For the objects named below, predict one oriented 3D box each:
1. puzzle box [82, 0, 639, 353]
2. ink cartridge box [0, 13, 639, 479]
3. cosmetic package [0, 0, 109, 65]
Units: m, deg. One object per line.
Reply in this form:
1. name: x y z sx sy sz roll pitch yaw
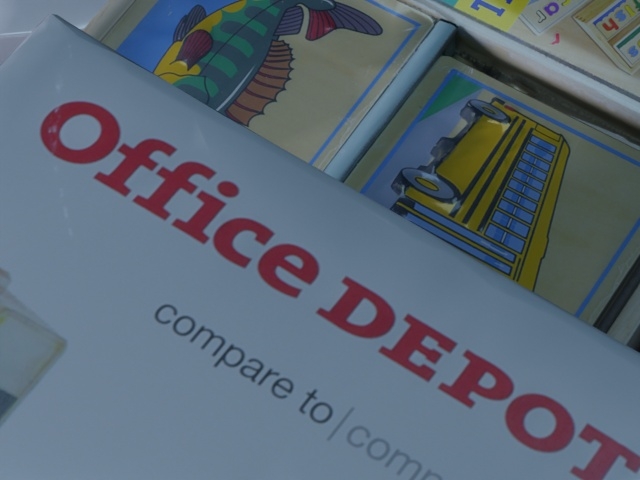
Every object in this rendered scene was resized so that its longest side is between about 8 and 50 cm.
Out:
1. puzzle box: 0.000 0.000 0.808 0.272 0.052 0.409 28 64 17
2. ink cartridge box: -0.085 0.157 0.593 0.279 0.160 0.385 31 65 18
3. cosmetic package: -0.051 -0.128 0.999 0.239 0.060 0.099 -4 56 -3
